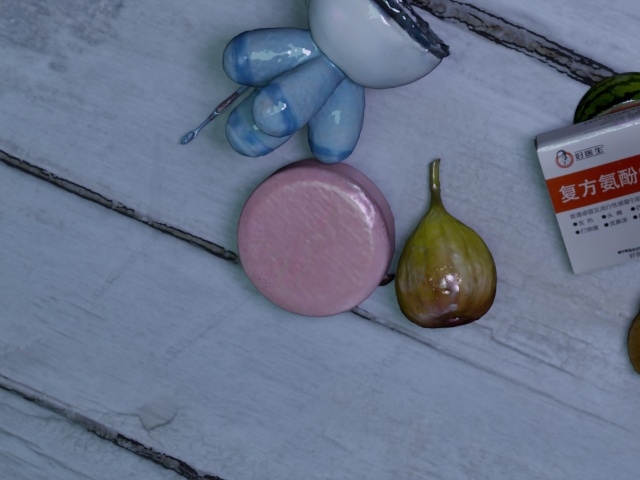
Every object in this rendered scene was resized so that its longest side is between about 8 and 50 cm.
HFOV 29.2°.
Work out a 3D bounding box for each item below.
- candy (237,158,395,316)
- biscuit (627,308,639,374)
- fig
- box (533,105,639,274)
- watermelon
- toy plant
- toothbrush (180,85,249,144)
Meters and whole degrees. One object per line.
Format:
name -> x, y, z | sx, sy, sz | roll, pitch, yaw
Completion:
candy -> 0.000, 0.000, 1.901 | 0.255, 0.094, 0.255 | 3, 105, 13
biscuit -> 0.624, 0.176, 1.776 | 0.359, 0.074, 0.381 | 38, 125, 17
fig -> 0.183, 0.003, 1.861 | 0.159, 0.159, 0.257 | -5, 82, 13
box -> 0.507, -0.095, 1.770 | 0.353, 0.069, 0.214 | -16, 113, 13
watermelon -> 0.438, -0.197, 1.790 | 0.163, 0.069, 0.086 | -21, 94, 17
toy plant -> -0.005, -0.240, 1.795 | 0.332, 0.247, 0.247 | -43, 89, 15
toothbrush -> -0.151, -0.215, 1.943 | 0.193, 0.019, 0.013 | -40, 89, 14
